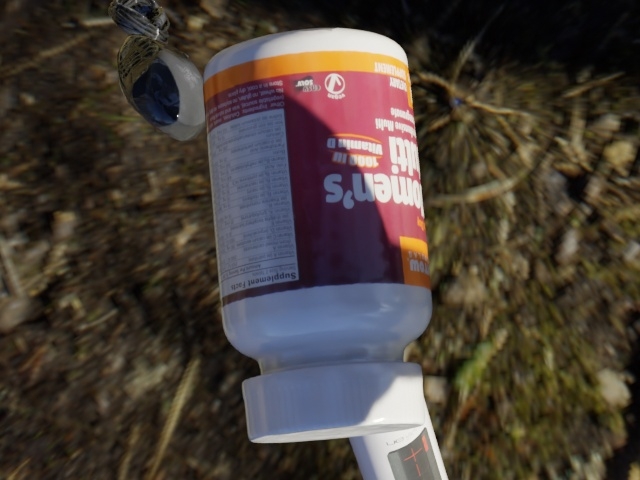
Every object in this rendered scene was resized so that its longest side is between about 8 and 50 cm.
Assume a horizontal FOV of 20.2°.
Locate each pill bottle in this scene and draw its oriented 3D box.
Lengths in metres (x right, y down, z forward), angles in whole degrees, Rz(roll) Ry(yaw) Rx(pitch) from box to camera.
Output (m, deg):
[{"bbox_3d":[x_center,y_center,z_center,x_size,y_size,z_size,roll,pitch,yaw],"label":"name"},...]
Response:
[{"bbox_3d":[0.000,0.000,1.026,0.121,0.121,0.221,-6,80,5],"label":"pill bottle"}]

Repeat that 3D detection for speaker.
[{"bbox_3d":[0.050,0.139,1.172,0.055,0.055,0.136,-12,136,5],"label":"speaker"}]

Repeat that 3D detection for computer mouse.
[{"bbox_3d":[-0.110,-0.135,1.261,0.071,0.242,0.041,35,106,-24],"label":"computer mouse"}]
